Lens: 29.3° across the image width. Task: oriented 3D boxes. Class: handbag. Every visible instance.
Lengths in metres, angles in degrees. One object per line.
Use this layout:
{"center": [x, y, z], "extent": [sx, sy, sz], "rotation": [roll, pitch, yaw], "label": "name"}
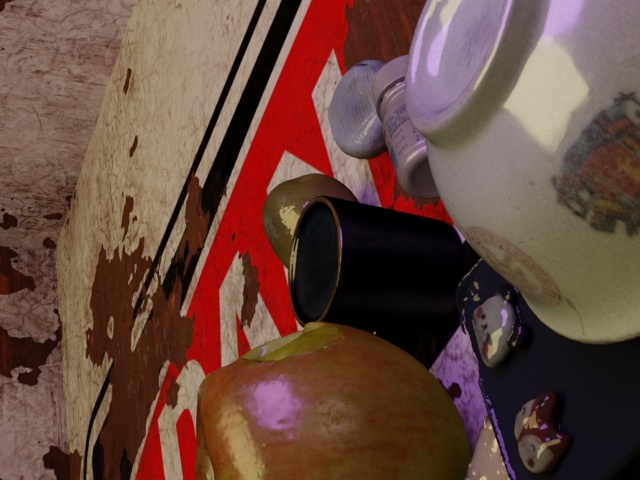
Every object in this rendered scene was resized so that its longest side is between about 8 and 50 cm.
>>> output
{"center": [0.268, 0.077, 1.137], "extent": [0.329, 0.122, 0.303], "rotation": [120, 148, -41], "label": "handbag"}

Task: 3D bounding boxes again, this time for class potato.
{"center": [0.000, 0.000, 1.748], "extent": [0.194, 0.157, 0.157], "rotation": [-109, 34, -42], "label": "potato"}

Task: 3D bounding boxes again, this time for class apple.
{"center": [0.008, 0.261, 1.412], "extent": [0.339, 0.340, 0.339], "rotation": [-174, 90, -67], "label": "apple"}

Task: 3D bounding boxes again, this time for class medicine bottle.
{"center": [0.129, -0.142, 1.535], "extent": [0.105, 0.105, 0.168], "rotation": [119, 148, -42], "label": "medicine bottle"}

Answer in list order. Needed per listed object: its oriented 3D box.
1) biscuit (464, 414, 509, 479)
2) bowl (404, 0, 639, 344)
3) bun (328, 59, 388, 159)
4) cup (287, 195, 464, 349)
{"center": [0.201, 0.313, 1.272], "extent": [0.179, 0.084, 0.281], "rotation": [-160, 78, -67], "label": "biscuit"}
{"center": [0.195, -0.145, 1.016], "extent": [0.435, 0.196, 0.435], "rotation": [-52, 28, 44], "label": "bowl"}
{"center": [0.075, -0.180, 1.704], "extent": [0.141, 0.083, 0.141], "rotation": [-20, 65, 54], "label": "bun"}
{"center": [0.056, 0.051, 1.564], "extent": [0.239, 0.177, 0.166], "rotation": [131, 139, -53], "label": "cup"}
